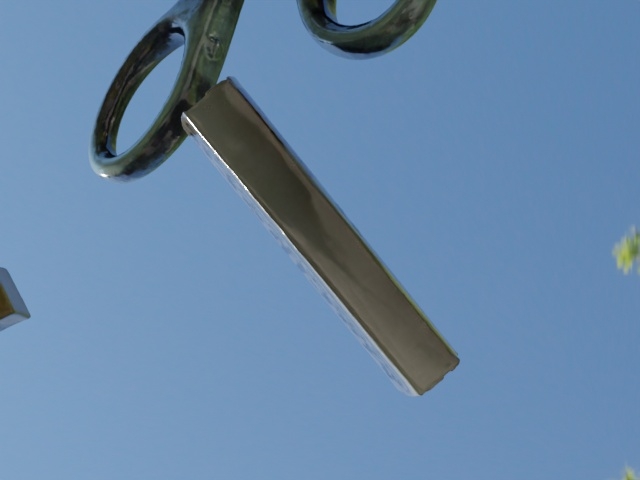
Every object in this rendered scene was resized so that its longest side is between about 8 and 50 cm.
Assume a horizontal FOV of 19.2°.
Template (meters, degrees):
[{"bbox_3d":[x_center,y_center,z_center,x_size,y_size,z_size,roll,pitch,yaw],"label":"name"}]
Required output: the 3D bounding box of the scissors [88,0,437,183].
[{"bbox_3d":[-0.018,-0.221,1.080,0.256,0.029,0.383,-23,-134,38],"label":"scissors"}]

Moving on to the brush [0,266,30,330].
[{"bbox_3d":[-0.272,0.057,1.349,0.103,0.233,0.047,-30,-92,-5],"label":"brush"}]

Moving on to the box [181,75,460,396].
[{"bbox_3d":[0.000,0.000,0.942,0.036,0.115,0.177,-39,-89,-2],"label":"box"}]
